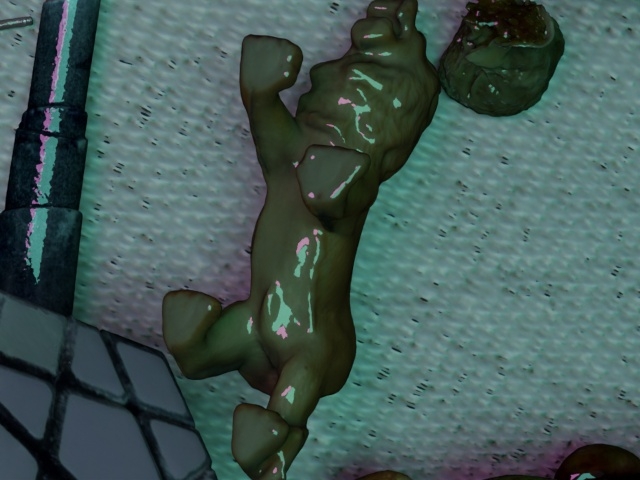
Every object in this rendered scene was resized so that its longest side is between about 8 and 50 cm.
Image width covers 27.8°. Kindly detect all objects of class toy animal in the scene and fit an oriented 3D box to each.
[{"bbox_3d":[0.000,0.000,0.743,0.097,0.157,0.312,14,90,27],"label":"toy animal"}]

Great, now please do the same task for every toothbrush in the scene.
[{"bbox_3d":[-0.218,-0.122,0.761,0.097,0.008,0.006,-11,114,-9],"label":"toothbrush"}]

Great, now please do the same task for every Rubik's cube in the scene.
[{"bbox_3d":[-0.199,0.174,0.678,0.264,0.319,0.319,30,92,13],"label":"Rubik's cube"}]

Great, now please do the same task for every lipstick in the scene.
[{"bbox_3d":[-0.154,-0.065,0.761,0.053,0.053,0.234,10,95,-11],"label":"lipstick"}]

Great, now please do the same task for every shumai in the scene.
[{"bbox_3d":[0.118,-0.114,0.785,0.083,0.080,0.082,-11,102,-10],"label":"shumai"}]

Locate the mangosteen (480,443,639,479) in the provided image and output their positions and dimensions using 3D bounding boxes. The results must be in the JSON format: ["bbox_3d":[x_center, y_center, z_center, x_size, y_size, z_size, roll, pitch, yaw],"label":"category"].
[{"bbox_3d":[0.199,0.256,0.773,0.288,0.288,0.288,-1,99,-10],"label":"mangosteen"}]

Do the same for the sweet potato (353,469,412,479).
[{"bbox_3d":[-0.064,0.279,0.807,0.106,0.095,0.355,33,90,32],"label":"sweet potato"}]
